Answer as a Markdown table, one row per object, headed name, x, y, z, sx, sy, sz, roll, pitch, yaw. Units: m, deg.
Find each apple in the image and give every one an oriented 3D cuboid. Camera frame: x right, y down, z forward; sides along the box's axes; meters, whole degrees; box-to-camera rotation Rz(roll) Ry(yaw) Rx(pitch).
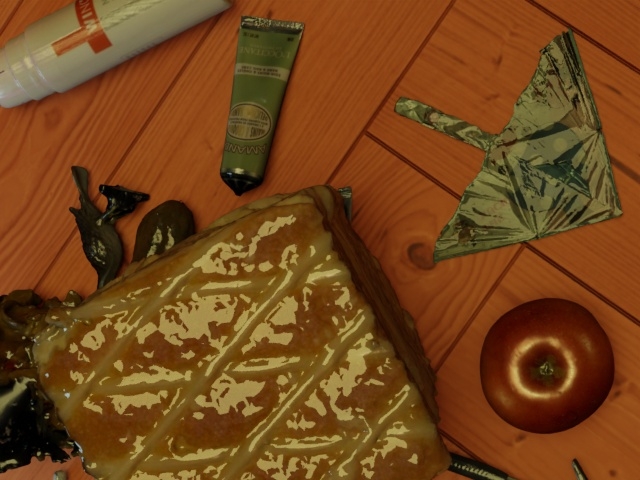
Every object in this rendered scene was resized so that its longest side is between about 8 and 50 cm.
| name | x | y | z | sx | sy | sz | roll | pitch | yaw |
| --- | --- | --- | --- | --- | --- | --- | --- | --- | --- |
| apple | 0.264 | 0.148 | 1.689 | 0.163 | 0.139 | 0.163 | -1 | 85 | 15 |

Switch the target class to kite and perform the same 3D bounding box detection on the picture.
| name | x | y | z | sx | sy | sz | roll | pitch | yaw |
| --- | --- | --- | --- | --- | --- | --- | --- | --- | --- |
| kite | 0.235 | -0.111 | 1.777 | 0.314 | 0.011 | 0.335 | 30 | 93 | 14 |

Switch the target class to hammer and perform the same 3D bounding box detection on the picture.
| name | x | y | z | sx | sy | sz | roll | pitch | yaw |
| --- | --- | --- | --- | --- | --- | --- | --- | --- | --- |
| hammer | 0.213 | 0.284 | 1.753 | 0.246 | 0.029 | 0.103 | 20 | 92 | 16 |

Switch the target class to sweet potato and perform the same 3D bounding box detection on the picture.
| name | x | y | z | sx | sy | sz | roll | pitch | yaw |
| --- | --- | --- | --- | --- | --- | --- | --- | --- | --- |
| sweet potato | -0.212 | 0.057 | 1.838 | 0.081 | 0.062 | 0.233 | 6 | 79 | 10 |

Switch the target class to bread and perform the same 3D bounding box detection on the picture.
| name | x | y | z | sx | sy | sz | roll | pitch | yaw |
| --- | --- | --- | --- | --- | --- | --- | --- | --- | --- |
| bread | -0.082 | 0.161 | 1.667 | 0.390 | 0.279 | 0.371 | -29 | 92 | 4 |

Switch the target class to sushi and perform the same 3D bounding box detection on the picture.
| name | x | y | z | sx | sy | sz | roll | pitch | yaw |
| --- | --- | --- | --- | --- | --- | --- | --- | --- | --- |
| sushi | -0.379 | 0.177 | 1.833 | 0.200 | 0.213 | 0.204 | 0 | 102 | -8 |

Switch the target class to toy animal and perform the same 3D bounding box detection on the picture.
| name | x | y | z | sx | sy | sz | roll | pitch | yaw |
| --- | --- | --- | --- | --- | --- | --- | --- | --- | --- |
| toy animal | -0.283 | 0.001 | 1.884 | 0.105 | 0.070 | 0.202 | -1 | 94 | 23 |

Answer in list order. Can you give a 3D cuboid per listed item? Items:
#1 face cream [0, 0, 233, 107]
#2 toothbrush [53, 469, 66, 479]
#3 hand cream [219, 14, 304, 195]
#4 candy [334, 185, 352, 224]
| name | x | y | z | sx | sy | sz | roll | pitch | yaw |
| --- | --- | --- | --- | --- | --- | --- | --- | --- | --- |
| face cream | -0.285 | -0.273 | 1.870 | 0.345 | 0.102 | 0.102 | -25 | 81 | 10 |
| toothbrush | -0.333 | 0.446 | 1.885 | 0.026 | 0.024 | 0.288 | -7 | 86 | 28 |
| hand cream | -0.085 | -0.173 | 1.842 | 0.086 | 0.055 | 0.235 | 10 | 82 | 12 |
| candy | -0.001 | 0.000 | 1.816 | 0.088 | 0.038 | 0.136 | -6 | 76 | 11 |
